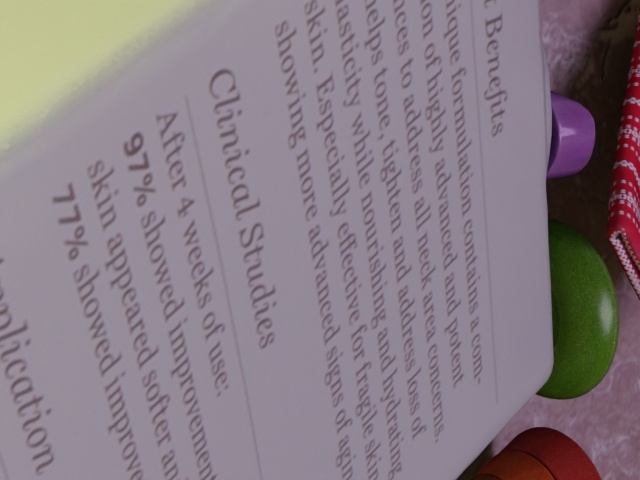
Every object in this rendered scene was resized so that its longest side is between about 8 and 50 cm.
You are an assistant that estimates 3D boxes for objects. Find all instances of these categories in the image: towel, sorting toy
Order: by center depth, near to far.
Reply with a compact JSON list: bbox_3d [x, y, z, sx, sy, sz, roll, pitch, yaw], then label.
[{"bbox_3d":[0.117,0.079,1.225,0.126,0.127,0.365,-9,105,-34],"label":"sorting toy"},{"bbox_3d":[0.266,-0.050,1.318,0.199,0.031,0.275,55,38,-39],"label":"towel"}]

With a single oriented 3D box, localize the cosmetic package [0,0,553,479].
[{"bbox_3d":[-0.140,-0.004,0.760,0.394,0.327,0.329,-41,138,-36],"label":"cosmetic package"}]
